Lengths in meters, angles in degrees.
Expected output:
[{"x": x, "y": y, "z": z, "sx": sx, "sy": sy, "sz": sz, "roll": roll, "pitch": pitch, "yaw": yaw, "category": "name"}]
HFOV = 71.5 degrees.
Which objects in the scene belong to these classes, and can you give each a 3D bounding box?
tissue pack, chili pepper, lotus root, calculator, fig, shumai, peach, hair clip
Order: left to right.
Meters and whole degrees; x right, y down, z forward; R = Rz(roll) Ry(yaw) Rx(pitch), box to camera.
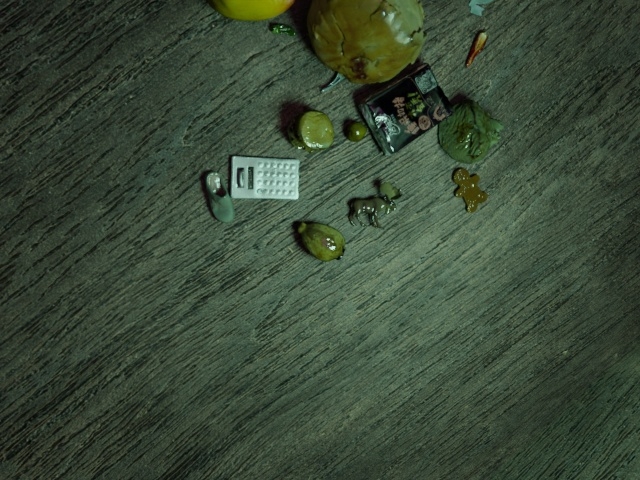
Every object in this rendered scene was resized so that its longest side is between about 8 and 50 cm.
[{"x": -0.233, "y": -0.832, "z": 1.381, "sx": 0.308, "sy": 0.289, "sz": 0.288, "roll": -20, "pitch": 108, "yaw": -32, "category": "peach"}, {"x": -0.207, "y": -0.231, "z": 1.652, "sx": 0.262, "sy": 0.021, "sz": 0.161, "roll": -1, "pitch": 102, "yaw": -19, "category": "calculator"}, {"x": -0.133, "y": -0.741, "z": 1.565, "sx": 0.091, "sy": 0.034, "sz": 0.030, "roll": 2, "pitch": 134, "yaw": -20, "category": "chili pepper"}, {"x": 0.000, "y": 0.000, "z": 1.723, "sx": 0.214, "sy": 0.138, "sz": 0.138, "roll": 28, "pitch": 92, "yaw": -11, "category": "lotus root"}, {"x": 0.044, "y": -0.593, "z": 1.656, "sx": 0.115, "sy": 0.030, "sz": 0.039, "roll": -41, "pitch": 92, "yaw": -8, "category": "hair clip"}, {"x": 0.141, "y": -0.418, "z": 1.704, "sx": 0.088, "sy": 0.074, "sz": 0.073, "roll": -23, "pitch": 109, "yaw": -29, "category": "fig"}, {"x": 0.327, "y": -0.508, "z": 1.723, "sx": 0.332, "sy": 0.123, "sz": 0.245, "roll": -35, "pitch": 105, "yaw": -12, "category": "tissue pack"}, {"x": 0.625, "y": -0.439, "z": 1.828, "sx": 0.218, "sy": 0.189, "sz": 0.255, "roll": -9, "pitch": 89, "yaw": -35, "category": "shumai"}, {"x": 0.633, "y": -0.775, "z": 1.814, "sx": 0.045, "sy": 0.027, "sz": 0.178, "roll": 24, "pitch": 93, "yaw": -17, "category": "chili pepper"}]

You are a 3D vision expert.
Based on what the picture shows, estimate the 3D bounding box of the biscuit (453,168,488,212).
[{"x": 0.641, "y": -0.228, "z": 1.934, "sx": 0.138, "sy": 0.031, "sz": 0.205, "roll": -44, "pitch": 112, "yaw": -6, "category": "biscuit"}]

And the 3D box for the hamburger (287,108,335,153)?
[{"x": -0.028, "y": -0.399, "z": 1.624, "sx": 0.185, "sy": 0.131, "sz": 0.159, "roll": 1, "pitch": 93, "yaw": -26, "category": "hamburger"}]

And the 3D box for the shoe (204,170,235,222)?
[{"x": -0.360, "y": -0.152, "z": 1.588, "sx": 0.079, "sy": 0.078, "sz": 0.195, "roll": -19, "pitch": 103, "yaw": -15, "category": "shoe"}]

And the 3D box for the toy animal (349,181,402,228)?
[{"x": 0.226, "y": -0.142, "z": 1.781, "sx": 0.215, "sy": 0.094, "sz": 0.185, "roll": 3, "pitch": 93, "yaw": -11, "category": "toy animal"}]

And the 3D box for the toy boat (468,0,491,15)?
[{"x": 0.680, "y": -1.037, "z": 1.757, "sx": 0.221, "sy": 0.067, "sz": 0.290, "roll": 23, "pitch": 96, "yaw": -22, "category": "toy boat"}]

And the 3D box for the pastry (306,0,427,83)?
[{"x": 0.155, "y": -0.726, "z": 1.497, "sx": 0.410, "sy": 0.410, "sz": 0.244, "roll": 24, "pitch": 65, "yaw": -22, "category": "pastry"}]
